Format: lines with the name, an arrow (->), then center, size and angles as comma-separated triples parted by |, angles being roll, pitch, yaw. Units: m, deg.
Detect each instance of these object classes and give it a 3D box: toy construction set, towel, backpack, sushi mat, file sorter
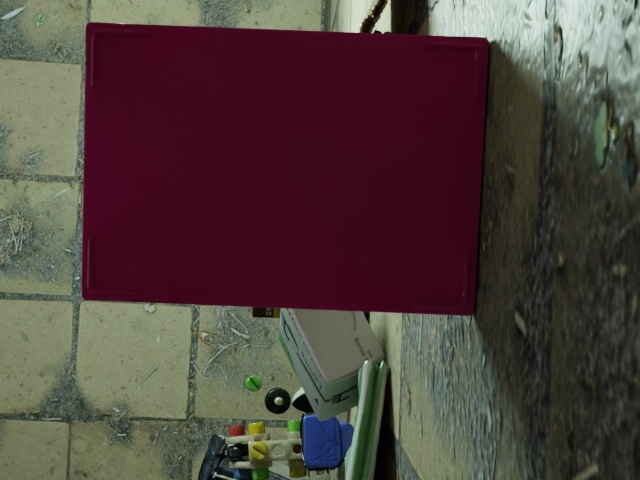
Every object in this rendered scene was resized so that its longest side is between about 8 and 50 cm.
toy construction set -> -0.080, 0.470, 1.678 | 0.237, 0.257, 0.309 | 144, 148, -76
towel -> 0.045, 0.338, 1.104 | 0.325, 0.038, 0.248 | 96, -176, -54
backpack -> 0.013, 0.362, 1.434 | 0.120, 0.101, 0.098 | 88, -175, -71
sushi mat -> 0.072, -0.302, 1.040 | 0.151, 0.019, 0.316 | -63, 4, 3
file sorter -> -0.027, -0.057, 0.676 | 0.182, 0.290, 0.202 | -84, -4, -86

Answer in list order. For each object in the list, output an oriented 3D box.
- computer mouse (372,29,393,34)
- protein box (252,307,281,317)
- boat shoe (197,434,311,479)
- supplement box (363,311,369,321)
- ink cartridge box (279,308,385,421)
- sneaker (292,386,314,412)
computer mouse -> 0.069, -0.121, 1.064 | 0.188, 0.072, 0.272 | 101, -178, -65
protein box -> -0.038, 0.049, 1.700 | 0.200, 0.201, 0.136 | -91, 4, -51
boat shoe -> -0.136, 0.580, 1.858 | 0.127, 0.340, 0.158 | -10, 52, 63
supplement box -> 0.048, 0.120, 1.357 | 0.083, 0.056, 0.083 | -92, 5, -50
ink cartridge box -> 0.010, 0.156, 1.200 | 0.160, 0.092, 0.219 | 61, 165, 22
sneaker -> 0.007, 0.282, 1.623 | 0.161, 0.057, 0.075 | -44, 17, 30
